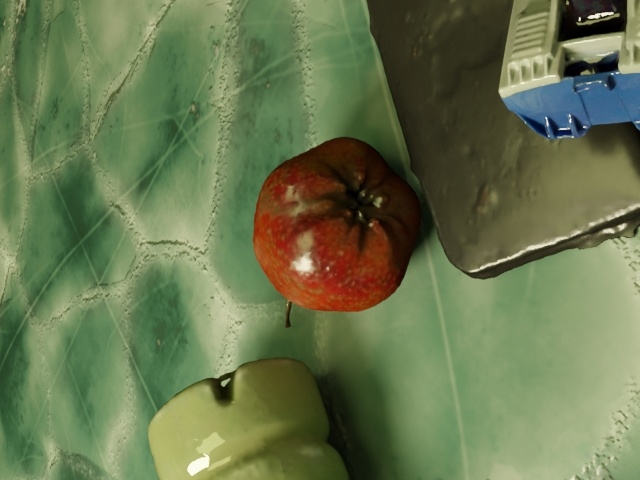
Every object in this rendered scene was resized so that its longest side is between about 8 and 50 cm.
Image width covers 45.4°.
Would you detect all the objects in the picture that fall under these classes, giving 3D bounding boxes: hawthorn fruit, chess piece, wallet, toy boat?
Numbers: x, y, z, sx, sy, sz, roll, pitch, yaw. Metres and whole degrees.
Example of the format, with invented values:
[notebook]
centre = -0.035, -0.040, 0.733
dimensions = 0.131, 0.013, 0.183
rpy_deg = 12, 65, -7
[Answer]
[hawthorn fruit]
centre = 0.000, 0.000, 0.729
dimensions = 0.203, 0.163, 0.162
rpy_deg = -38, 60, 58
[chess piece]
centre = -0.016, 0.333, 0.668
dimensions = 0.234, 0.234, 0.442
rpy_deg = -49, 52, 32
[wallet]
centre = 0.139, -0.158, 0.646
dimensions = 0.197, 0.051, 0.377
rpy_deg = -28, 69, 38
[toy boat]
centre = 0.205, -0.220, 0.528
dimensions = 0.129, 0.088, 0.295
rpy_deg = 0, 66, 36
